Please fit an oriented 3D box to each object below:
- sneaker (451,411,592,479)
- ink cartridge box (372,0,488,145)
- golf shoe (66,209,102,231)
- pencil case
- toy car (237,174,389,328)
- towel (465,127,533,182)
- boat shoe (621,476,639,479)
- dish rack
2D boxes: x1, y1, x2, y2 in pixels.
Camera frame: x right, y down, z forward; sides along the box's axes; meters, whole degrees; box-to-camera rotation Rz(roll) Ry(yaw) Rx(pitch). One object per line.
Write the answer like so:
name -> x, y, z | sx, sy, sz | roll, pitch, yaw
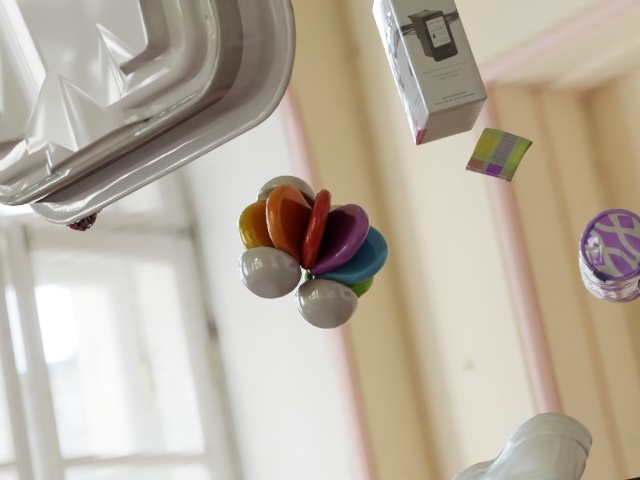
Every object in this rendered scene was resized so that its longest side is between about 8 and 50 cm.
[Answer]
sneaker -> 0.149, 0.229, 1.615 | 0.080, 0.094, 0.212 | 21, -42, -9
ink cartridge box -> 0.102, -0.182, 1.886 | 0.063, 0.150, 0.109 | -16, -12, -7
golf shoe -> -0.278, -0.102, 2.358 | 0.067, 0.086, 0.186 | 22, -46, 5
pencil case -> 0.337, 0.020, 2.215 | 0.088, 0.086, 0.206 | 24, -4, 10
toy car -> 0.000, 0.000, 2.294 | 0.182, 0.159, 0.136 | 29, -40, -21
towel -> 0.213, -0.103, 2.362 | 0.083, 0.060, 0.009 | 18, -12, 48
boat shoe -> 0.432, 0.242, 1.960 | 0.340, 0.113, 0.127 | -23, 8, 42
dish rack -> -0.154, -0.192, 1.128 | 0.072, 0.333, 0.285 | -8, -11, -43
